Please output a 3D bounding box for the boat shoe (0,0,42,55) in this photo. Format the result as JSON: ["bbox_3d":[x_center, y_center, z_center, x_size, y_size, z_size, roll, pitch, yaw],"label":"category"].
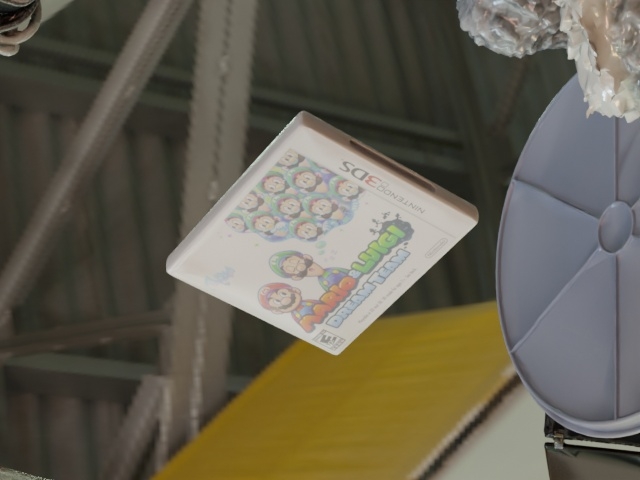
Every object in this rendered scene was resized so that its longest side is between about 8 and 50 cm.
[{"bbox_3d":[-0.221,-0.166,1.057,0.113,0.306,0.105,4,-132,-47],"label":"boat shoe"}]

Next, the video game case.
[{"bbox_3d":[0.000,0.000,1.104,0.143,0.157,0.019,27,-143,-25],"label":"video game case"}]

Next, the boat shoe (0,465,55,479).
[{"bbox_3d":[-0.094,0.165,0.758,0.324,0.116,0.123,24,-81,-15],"label":"boat shoe"}]

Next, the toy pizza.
[{"bbox_3d":[0.155,-0.003,0.818,0.032,0.201,0.201,13,-104,-29],"label":"toy pizza"}]

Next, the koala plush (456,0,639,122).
[{"bbox_3d":[0.143,-0.088,0.493,0.196,0.203,0.221,17,-145,0],"label":"koala plush"}]

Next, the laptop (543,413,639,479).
[{"bbox_3d":[0.294,0.115,1.274,0.136,0.234,0.264,-26,-61,-74],"label":"laptop"}]
